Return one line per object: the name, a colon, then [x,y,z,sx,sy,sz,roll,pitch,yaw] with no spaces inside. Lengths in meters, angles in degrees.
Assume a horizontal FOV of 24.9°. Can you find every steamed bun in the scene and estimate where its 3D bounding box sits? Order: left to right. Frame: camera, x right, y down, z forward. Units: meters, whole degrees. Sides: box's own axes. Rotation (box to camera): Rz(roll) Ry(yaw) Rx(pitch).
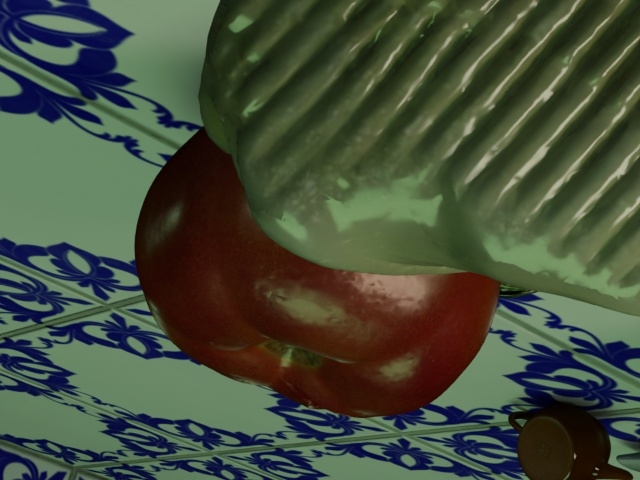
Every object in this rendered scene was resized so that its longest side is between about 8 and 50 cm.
steamed bun: [0.102,-0.133,0.736,0.324,0.310,0.219,7,-175,4]

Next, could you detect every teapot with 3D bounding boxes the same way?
teapot: [0.305,0.253,1.787,0.173,0.116,0.116,31,174,42]

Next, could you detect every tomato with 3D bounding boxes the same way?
tomato: [0.000,0.000,1.160,0.298,0.226,0.298,18,157,8]

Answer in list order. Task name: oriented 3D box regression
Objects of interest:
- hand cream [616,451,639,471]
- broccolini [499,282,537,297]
hand cream: [0.484,0.276,1.795,0.079,0.048,0.255,27,156,-34]
broccolini: [0.256,0.042,1.350,0.392,0.074,0.079,17,117,-11]
